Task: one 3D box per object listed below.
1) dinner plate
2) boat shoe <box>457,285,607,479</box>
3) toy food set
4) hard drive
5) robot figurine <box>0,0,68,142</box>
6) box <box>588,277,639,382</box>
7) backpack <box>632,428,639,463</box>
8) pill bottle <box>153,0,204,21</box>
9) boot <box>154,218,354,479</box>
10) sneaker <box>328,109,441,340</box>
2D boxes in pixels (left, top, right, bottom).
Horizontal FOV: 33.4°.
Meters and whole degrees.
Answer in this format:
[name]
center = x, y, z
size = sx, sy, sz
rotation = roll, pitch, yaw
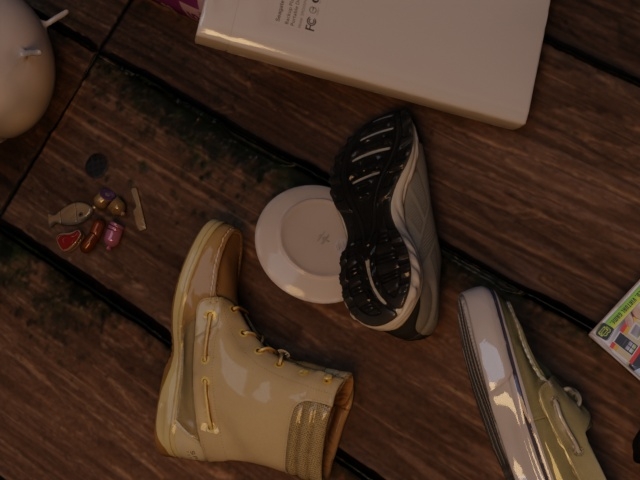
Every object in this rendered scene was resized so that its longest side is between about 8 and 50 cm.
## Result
[dinner plate]
center = 0.000, 0.000, 1.144
size = 0.141, 0.017, 0.141
rotation = 5, 65, -12
[boat shoe]
center = 0.215, 0.184, 1.034
size = 0.094, 0.109, 0.302
rotation = -18, 81, -2
[toy food set]
center = -0.271, -0.020, 1.275
size = 0.122, 0.019, 0.078
rotation = -21, 72, 13
[hard drive]
center = 0.067, -0.272, 1.117
size = 0.352, 0.047, 0.233
rotation = 14, 81, -9
[robot figurine]
center = -0.471, -0.194, 1.286
size = 0.353, 0.200, 0.300
rotation = -17, 44, 15
[box]
center = 0.373, 0.055, 1.033
size = 0.114, 0.036, 0.207
rotation = 43, 93, 22
[backpack]
center = 0.374, 0.214, 0.935
size = 0.152, 0.115, 0.182
rotation = -43, 46, 11
[pill bottle]
center = -0.179, -0.364, 1.245
size = 0.301, 0.169, 0.169
rotation = 28, 87, 22
[boot]
center = -0.059, 0.115, 1.132
size = 0.203, 0.095, 0.262
rotation = 7, 82, 20
[sneaker]
center = 0.076, -0.017, 1.125
size = 0.100, 0.108, 0.272
rotation = -18, 56, 29
